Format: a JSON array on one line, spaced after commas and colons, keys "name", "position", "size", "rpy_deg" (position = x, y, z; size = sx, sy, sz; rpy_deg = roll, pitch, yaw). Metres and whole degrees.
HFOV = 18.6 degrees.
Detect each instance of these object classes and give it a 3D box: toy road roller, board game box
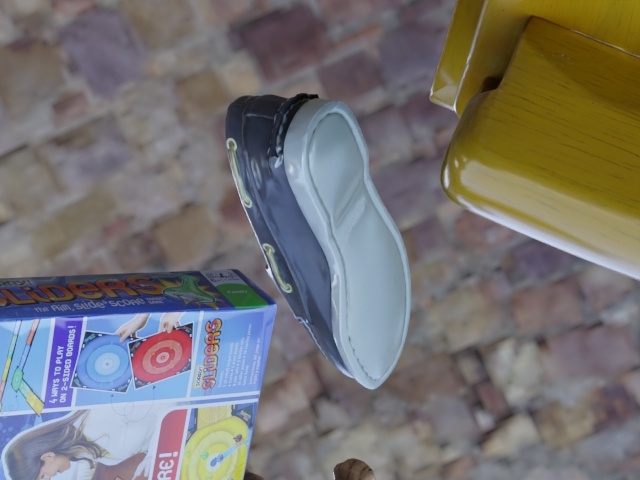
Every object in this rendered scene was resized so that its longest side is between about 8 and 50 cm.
[{"name": "toy road roller", "position": [0.158, -0.077, 1.079], "size": [0.329, 0.202, 0.240], "rpy_deg": [101, 13, -66]}, {"name": "board game box", "position": [-0.099, 0.111, 0.735], "size": [0.136, 0.201, 0.035], "rpy_deg": [-1, -156, -32]}]

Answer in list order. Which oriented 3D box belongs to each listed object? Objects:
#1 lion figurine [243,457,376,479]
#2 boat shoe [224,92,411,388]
[{"name": "lion figurine", "position": [-0.044, 0.286, 1.277], "size": [0.142, 0.392, 0.240], "rpy_deg": [-26, 175, 39]}, {"name": "boat shoe", "position": [0.000, 0.000, 1.217], "size": [0.068, 0.228, 0.081], "rpy_deg": [13, -132, 30]}]
